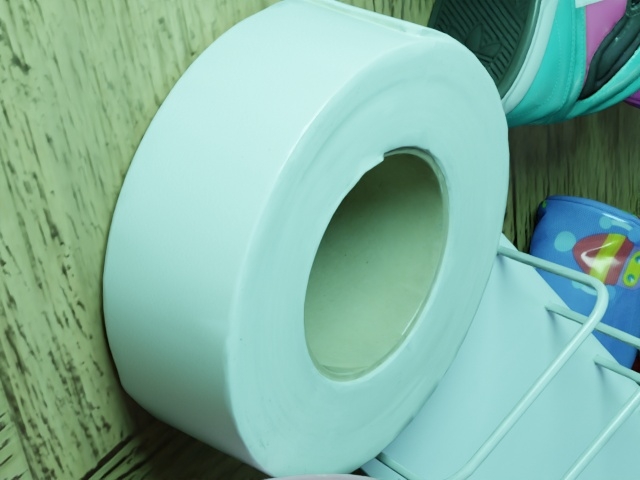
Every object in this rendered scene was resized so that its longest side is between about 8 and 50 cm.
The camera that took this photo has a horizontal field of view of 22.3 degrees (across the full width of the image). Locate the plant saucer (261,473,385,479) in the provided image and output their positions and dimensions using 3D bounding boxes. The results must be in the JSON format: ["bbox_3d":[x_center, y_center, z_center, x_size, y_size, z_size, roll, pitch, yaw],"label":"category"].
[{"bbox_3d":[-0.026,0.297,0.991,0.332,0.084,0.332,-10,123,-16],"label":"plant saucer"}]

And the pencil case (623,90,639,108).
[{"bbox_3d":[0.306,-0.215,1.317,0.104,0.104,0.236,-3,112,-55],"label":"pencil case"}]

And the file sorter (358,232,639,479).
[{"bbox_3d":[0.179,0.165,1.142,0.193,0.173,0.278,-48,116,-9],"label":"file sorter"}]

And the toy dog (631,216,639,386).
[{"bbox_3d":[0.340,0.093,1.349,0.334,0.161,0.220,-130,-117,-86],"label":"toy dog"}]

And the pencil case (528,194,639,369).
[{"bbox_3d":[0.183,0.110,1.306,0.119,0.133,0.306,21,89,-15],"label":"pencil case"}]

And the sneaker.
[{"bbox_3d":[0.195,-0.206,1.130,0.178,0.124,0.296,12,106,-52],"label":"sneaker"}]

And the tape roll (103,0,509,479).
[{"bbox_3d":[0.000,0.000,0.991,0.286,0.100,0.286,-31,132,-43],"label":"tape roll"}]
